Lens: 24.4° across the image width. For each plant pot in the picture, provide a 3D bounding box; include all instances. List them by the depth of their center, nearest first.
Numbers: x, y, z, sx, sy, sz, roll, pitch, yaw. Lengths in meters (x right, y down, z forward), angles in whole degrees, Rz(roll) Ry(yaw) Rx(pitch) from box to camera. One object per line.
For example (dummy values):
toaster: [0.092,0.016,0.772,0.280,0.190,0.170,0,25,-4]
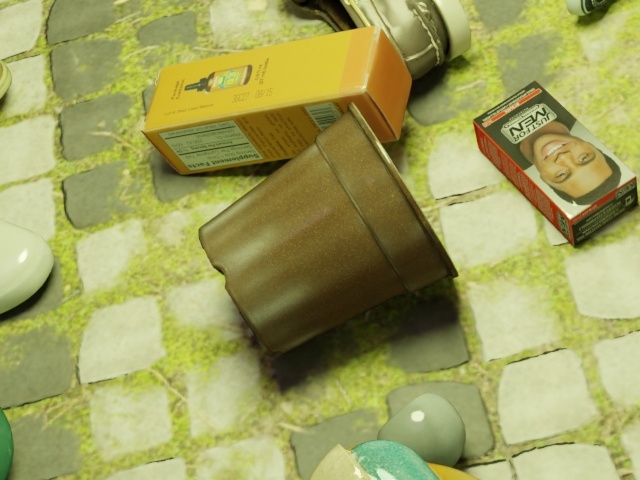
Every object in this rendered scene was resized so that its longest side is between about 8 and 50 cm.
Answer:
plant pot: [0.000,0.000,1.206,0.165,0.167,0.167,-31,53,2]

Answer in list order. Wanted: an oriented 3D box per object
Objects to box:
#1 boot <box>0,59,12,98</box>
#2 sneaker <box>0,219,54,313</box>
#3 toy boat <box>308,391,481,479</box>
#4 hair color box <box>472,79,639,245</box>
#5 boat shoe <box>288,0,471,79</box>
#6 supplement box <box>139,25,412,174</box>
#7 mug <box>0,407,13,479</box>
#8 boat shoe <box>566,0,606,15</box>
boot: [-0.434,-0.235,1.460,0.262,0.203,0.095,31,70,33]
sneaker: [-0.389,0.004,1.333,0.290,0.123,0.106,1,54,15]
toy boat: [0.079,0.204,1.006,0.148,0.267,0.318,-38,22,-4]
hair color box: [0.199,-0.068,1.262,0.072,0.043,0.141,-33,54,-10]
boat shoe: [0.007,-0.262,1.413,0.097,0.116,0.324,-35,59,-13]
supplement box: [-0.041,-0.122,1.319,0.233,0.080,0.078,-5,53,27]
mug: [-0.329,0.168,1.214,0.158,0.097,0.129,16,62,26]
boat shoe: [0.298,-0.274,1.365,0.083,0.065,0.183,20,62,29]
